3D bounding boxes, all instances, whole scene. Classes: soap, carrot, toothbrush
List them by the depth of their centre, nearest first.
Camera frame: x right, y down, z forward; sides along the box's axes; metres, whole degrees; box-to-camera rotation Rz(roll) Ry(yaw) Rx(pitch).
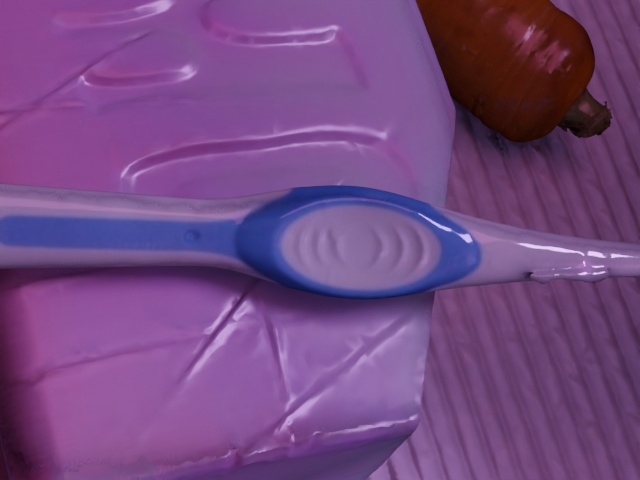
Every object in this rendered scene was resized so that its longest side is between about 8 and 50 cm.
[{"bbox_3d":[0.001,0.001,0.447,0.386,0.040,0.040,2,64,-19],"label":"toothbrush"},{"bbox_3d":[-0.057,-0.057,0.544,0.192,0.109,0.324,-8,66,-22],"label":"soap"},{"bbox_3d":[0.031,-0.133,0.641,0.256,0.061,0.061,44,60,11],"label":"carrot"}]
